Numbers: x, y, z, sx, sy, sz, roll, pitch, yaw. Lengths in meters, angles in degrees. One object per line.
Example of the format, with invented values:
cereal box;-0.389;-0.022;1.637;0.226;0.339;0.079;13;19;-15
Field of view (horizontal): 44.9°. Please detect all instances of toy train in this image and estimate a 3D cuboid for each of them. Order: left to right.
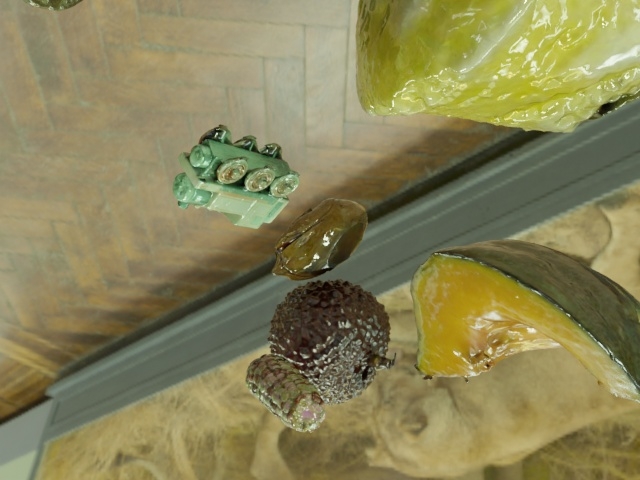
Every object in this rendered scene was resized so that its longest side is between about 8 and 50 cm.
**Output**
toy train;-0.116;-0.080;1.060;0.194;0.080;0.125;9;129;-51

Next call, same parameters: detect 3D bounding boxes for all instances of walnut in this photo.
walnut;0.000;0.000;1.557;0.137;0.245;0.137;38;155;21

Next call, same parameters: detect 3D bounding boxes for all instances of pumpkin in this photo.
pumpkin;0.162;0.036;0.636;0.149;0.130;0.254;57;154;-12

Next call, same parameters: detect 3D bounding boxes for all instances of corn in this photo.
corn;-0.066;0.267;1.363;0.092;0.092;0.280;22;178;-19

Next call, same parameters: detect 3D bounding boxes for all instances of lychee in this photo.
lychee;0.025;0.209;1.595;0.300;0.264;0.264;18;154;40

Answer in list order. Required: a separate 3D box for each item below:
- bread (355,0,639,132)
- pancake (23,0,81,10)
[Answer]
bread;0.117;-0.150;0.468;0.171;0.197;0.197;15;141;-20
pancake;-0.499;-0.516;1.358;0.042;0.236;0.222;9;111;39
